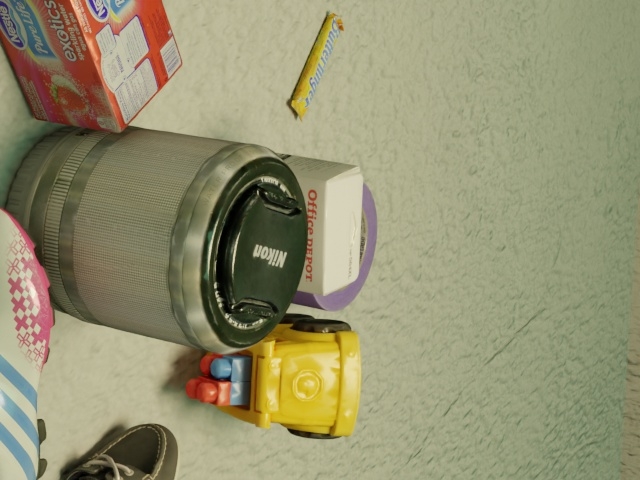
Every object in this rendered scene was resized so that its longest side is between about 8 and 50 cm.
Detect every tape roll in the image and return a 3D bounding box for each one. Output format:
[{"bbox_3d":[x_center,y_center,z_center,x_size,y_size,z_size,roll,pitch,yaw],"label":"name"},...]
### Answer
[{"bbox_3d":[0.000,0.000,2.114,0.189,0.080,0.189,-27,122,-54],"label":"tape roll"}]

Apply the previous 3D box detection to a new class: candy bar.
[{"bbox_3d":[-0.005,-0.240,2.090,0.040,0.018,0.161,51,56,-53],"label":"candy bar"}]

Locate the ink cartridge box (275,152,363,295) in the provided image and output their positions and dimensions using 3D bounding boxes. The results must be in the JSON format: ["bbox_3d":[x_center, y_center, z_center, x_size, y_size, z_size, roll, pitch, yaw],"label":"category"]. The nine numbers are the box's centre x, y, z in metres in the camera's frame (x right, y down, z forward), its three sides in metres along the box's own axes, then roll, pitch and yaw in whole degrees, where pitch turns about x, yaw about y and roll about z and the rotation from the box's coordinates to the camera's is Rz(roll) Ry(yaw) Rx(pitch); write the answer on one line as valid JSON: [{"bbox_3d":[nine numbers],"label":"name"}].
[{"bbox_3d":[-0.058,-0.027,1.878,0.086,0.203,0.148,-24,119,-56],"label":"ink cartridge box"}]

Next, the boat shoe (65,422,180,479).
[{"bbox_3d":[-0.268,0.322,1.719,0.335,0.112,0.095,-55,143,-33],"label":"boat shoe"}]

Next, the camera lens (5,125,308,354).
[{"bbox_3d":[-0.167,-0.006,1.621,0.219,0.274,0.219,-27,122,-55],"label":"camera lens"}]

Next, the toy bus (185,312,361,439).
[{"bbox_3d":[-0.080,0.174,1.961,0.211,0.220,0.150,0,94,-27],"label":"toy bus"}]

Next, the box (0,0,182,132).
[{"bbox_3d":[-0.252,-0.251,1.548,0.128,0.122,0.257,-55,142,-37],"label":"box"}]

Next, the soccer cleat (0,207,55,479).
[{"bbox_3d":[-0.343,0.133,1.521,0.143,0.116,0.331,-28,123,-55],"label":"soccer cleat"}]
